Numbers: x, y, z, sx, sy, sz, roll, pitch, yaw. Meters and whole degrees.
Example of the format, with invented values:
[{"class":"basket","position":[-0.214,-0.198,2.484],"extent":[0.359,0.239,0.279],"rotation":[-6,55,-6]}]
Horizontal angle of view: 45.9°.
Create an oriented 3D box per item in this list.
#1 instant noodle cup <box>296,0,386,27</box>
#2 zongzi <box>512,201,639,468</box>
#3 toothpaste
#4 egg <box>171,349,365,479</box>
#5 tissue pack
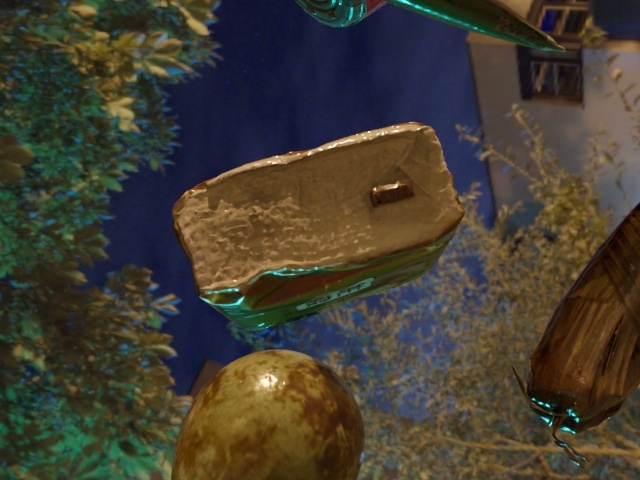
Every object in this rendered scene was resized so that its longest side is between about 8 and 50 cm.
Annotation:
[{"class":"instant noodle cup","position":[0.041,-0.424,1.071],"extent":[0.181,0.302,0.258],"rotation":[-43,-82,-15]},{"class":"zongzi","position":[0.217,0.036,0.541],"extent":[0.187,0.084,0.184],"rotation":[-29,-44,-44]},{"class":"toothpaste","position":[0.079,-0.266,0.749],"extent":[0.392,0.099,0.061],"rotation":[14,-67,-26]},{"class":"egg","position":[-0.071,0.279,0.987],"extent":[0.289,0.238,0.238],"rotation":[-54,-36,-39]},{"class":"tissue pack","position":[0.000,0.000,0.572],"extent":[0.226,0.183,0.092],"rotation":[85,166,-80]}]
